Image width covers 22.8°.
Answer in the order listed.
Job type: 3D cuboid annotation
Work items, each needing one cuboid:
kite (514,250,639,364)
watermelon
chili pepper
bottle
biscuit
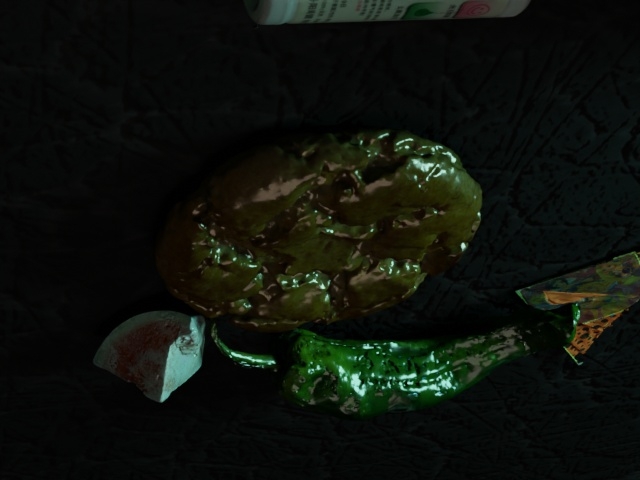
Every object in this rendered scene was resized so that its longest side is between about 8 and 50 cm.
[{"bbox_3d":[0.202,0.041,1.207,0.125,0.008,0.222,2,147,-26],"label":"kite"},{"bbox_3d":[-0.107,0.080,1.088,0.085,0.061,0.085,-7,159,-3],"label":"watermelon"},{"bbox_3d":[0.051,0.091,1.177,0.278,0.065,0.122,-6,144,-15],"label":"chili pepper"},{"bbox_3d":[0.070,-0.138,0.786,0.217,0.060,0.060,-3,149,-16],"label":"bottle"},{"bbox_3d":[0.000,0.000,1.018,0.226,0.042,0.226,-11,152,-6],"label":"biscuit"}]
